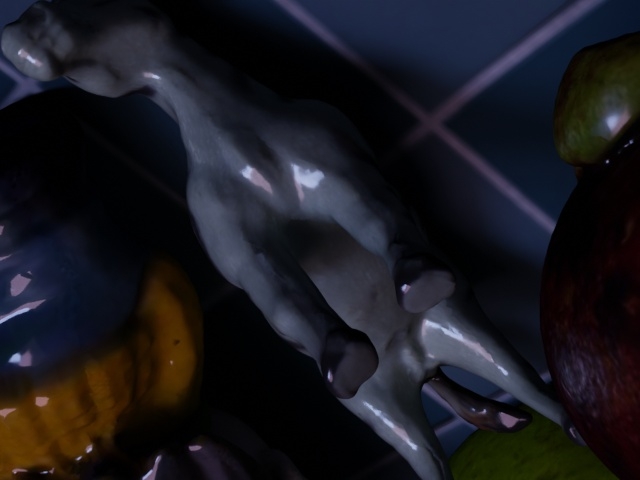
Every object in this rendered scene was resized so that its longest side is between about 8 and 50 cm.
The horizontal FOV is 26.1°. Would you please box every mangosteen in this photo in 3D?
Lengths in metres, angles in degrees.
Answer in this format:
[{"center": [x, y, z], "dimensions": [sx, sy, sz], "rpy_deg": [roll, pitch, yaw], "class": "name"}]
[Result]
[{"center": [0.141, -0.006, 0.408], "dimensions": [0.200, 0.200, 0.200], "rpy_deg": [13, 137, 13], "class": "mangosteen"}]

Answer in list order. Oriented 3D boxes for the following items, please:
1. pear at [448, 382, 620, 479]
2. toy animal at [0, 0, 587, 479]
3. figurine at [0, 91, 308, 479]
[{"center": [0.148, 0.187, 0.532], "dimensions": [0.288, 0.239, 0.139], "rpy_deg": [14, 146, 15], "class": "pear"}, {"center": [0.002, 0.003, 0.491], "dimensions": [0.090, 0.170, 0.255], "rpy_deg": [-38, 111, 1], "class": "toy animal"}, {"center": [-0.096, 0.117, 0.603], "dimensions": [0.185, 0.204, 0.332], "rpy_deg": [-22, 130, 6], "class": "figurine"}]
